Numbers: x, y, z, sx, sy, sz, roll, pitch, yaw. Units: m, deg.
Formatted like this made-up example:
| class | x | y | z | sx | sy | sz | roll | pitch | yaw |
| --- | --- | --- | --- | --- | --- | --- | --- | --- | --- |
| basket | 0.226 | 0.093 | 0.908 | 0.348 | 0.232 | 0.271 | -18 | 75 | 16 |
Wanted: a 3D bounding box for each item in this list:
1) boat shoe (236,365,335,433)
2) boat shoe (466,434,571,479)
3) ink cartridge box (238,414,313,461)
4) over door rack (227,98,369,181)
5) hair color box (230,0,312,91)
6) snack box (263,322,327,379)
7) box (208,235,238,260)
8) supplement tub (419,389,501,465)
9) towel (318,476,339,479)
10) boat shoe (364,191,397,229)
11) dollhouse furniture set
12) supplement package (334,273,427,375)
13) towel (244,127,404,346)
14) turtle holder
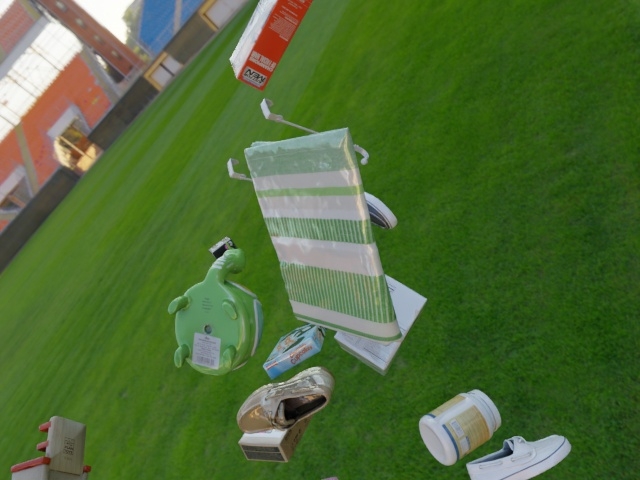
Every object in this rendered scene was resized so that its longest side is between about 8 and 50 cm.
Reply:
| class | x | y | z | sx | sy | sz | roll | pitch | yaw |
| --- | --- | --- | --- | --- | --- | --- | --- | --- | --- |
| boat shoe | -0.113 | 0.477 | 1.335 | 0.341 | 0.122 | 0.110 | -35 | 15 | 18 |
| boat shoe | 0.474 | 0.515 | 1.116 | 0.257 | 0.084 | 0.095 | -21 | -15 | -12 |
| ink cartridge box | -0.158 | 0.689 | 1.719 | 0.193 | 0.088 | 0.235 | -12 | 21 | 30 |
| over door rack | -0.062 | -0.198 | 1.262 | 0.239 | 0.324 | 0.108 | -48 | 34 | 38 |
| hair color box | -0.083 | -0.341 | 0.757 | 0.167 | 0.053 | 0.093 | -55 | 35 | 25 |
| snack box | -0.077 | 0.360 | 1.622 | 0.187 | 0.060 | 0.322 | -32 | 1 | 7 |
| box | -0.343 | 0.037 | 1.664 | 0.083 | 0.062 | 0.052 | -38 | 27 | -15 |
| supplement tub | 0.401 | 0.533 | 1.344 | 0.199 | 0.145 | 0.144 | -23 | 20 | -20 |
| towel | -0.085 | 0.613 | 0.995 | 0.237 | 0.328 | 0.037 | -140 | 51 | -69 |
| boat shoe | 0.072 | -0.081 | 1.091 | 0.228 | 0.080 | 0.076 | 38 | 77 | 22 |
| dollhouse furniture set | -0.481 | 0.373 | 0.685 | 0.258 | 0.262 | 0.135 | -21 | 54 | 5 |
| supplement package | 0.157 | 0.220 | 1.220 | 0.203 | 0.149 | 0.194 | -56 | -17 | -12 |
| towel | 0.000 | 0.000 | 0.719 | 0.038 | 0.325 | 0.247 | -29 | 22 | -35 |
| turtle holder | -0.284 | 0.208 | 1.328 | 0.243 | 0.321 | 0.227 | -25 | -8 | 21 |
